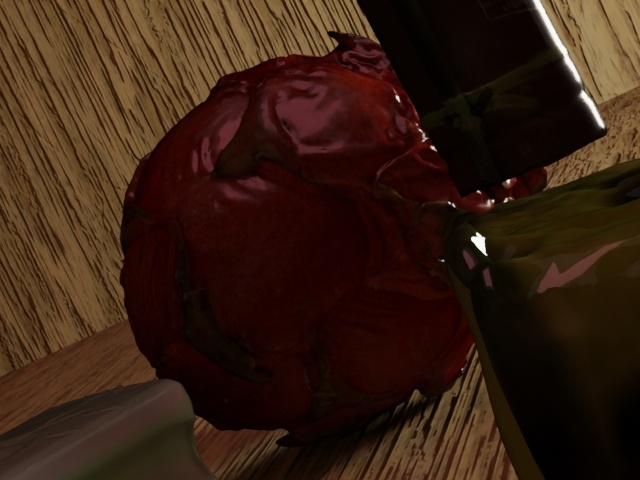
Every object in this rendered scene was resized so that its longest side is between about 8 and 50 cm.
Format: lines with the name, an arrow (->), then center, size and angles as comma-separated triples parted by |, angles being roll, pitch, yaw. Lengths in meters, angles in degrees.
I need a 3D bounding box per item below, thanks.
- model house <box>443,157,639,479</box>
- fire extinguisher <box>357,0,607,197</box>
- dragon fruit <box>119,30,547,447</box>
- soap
model house -> 0.168, 0.036, 0.408 | 0.234, 0.193, 0.175 | -26, 2, 0
fire extinguisher -> 0.018, -0.087, 0.442 | 0.043, 0.158, 0.064 | -29, 0, 31
dragon fruit -> 0.000, 0.000, 1.217 | 0.342, 0.277, 0.277 | -33, 3, 15
soap -> -0.239, 0.215, 1.034 | 0.347, 0.115, 0.208 | -29, 6, -38
